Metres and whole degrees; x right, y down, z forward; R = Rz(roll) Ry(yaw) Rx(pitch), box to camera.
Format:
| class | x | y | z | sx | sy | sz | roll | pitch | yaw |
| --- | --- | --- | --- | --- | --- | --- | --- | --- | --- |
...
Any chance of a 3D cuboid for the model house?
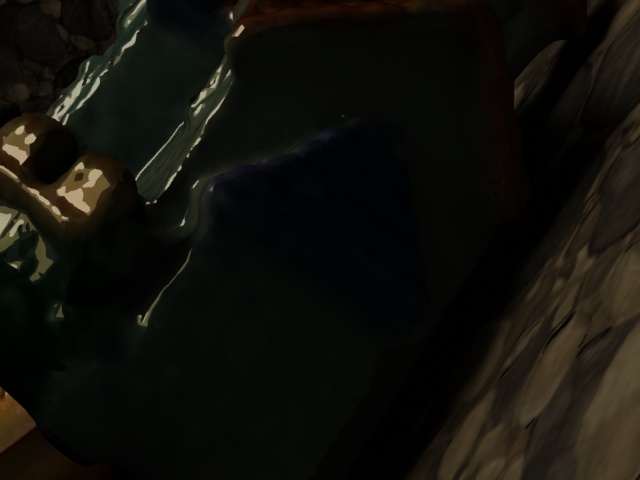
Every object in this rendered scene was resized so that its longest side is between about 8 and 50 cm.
| class | x | y | z | sx | sy | sz | roll | pitch | yaw |
| --- | --- | --- | --- | --- | --- | --- | --- | --- | --- |
| model house | -0.018 | -0.058 | 0.922 | 0.329 | 0.251 | 0.295 | -50 | 9 | 0 |

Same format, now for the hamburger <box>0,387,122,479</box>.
| class | x | y | z | sx | sy | sz | roll | pitch | yaw |
| --- | --- | --- | --- | --- | --- | --- | --- | --- | --- |
| hamburger | -0.189 | 0.111 | 1.401 | 0.237 | 0.147 | 0.237 | -45 | 4 | 4 |
